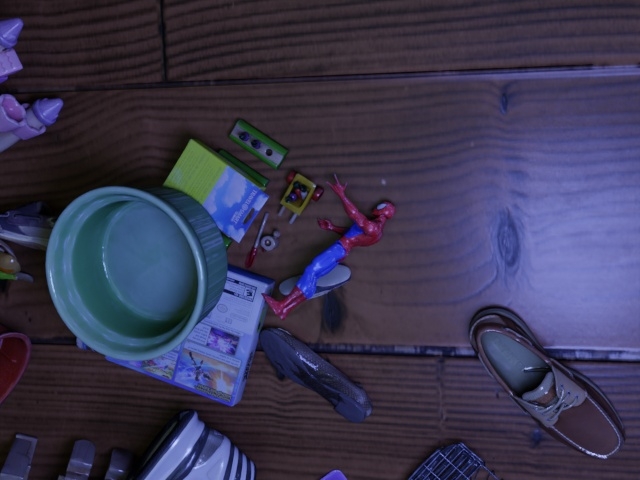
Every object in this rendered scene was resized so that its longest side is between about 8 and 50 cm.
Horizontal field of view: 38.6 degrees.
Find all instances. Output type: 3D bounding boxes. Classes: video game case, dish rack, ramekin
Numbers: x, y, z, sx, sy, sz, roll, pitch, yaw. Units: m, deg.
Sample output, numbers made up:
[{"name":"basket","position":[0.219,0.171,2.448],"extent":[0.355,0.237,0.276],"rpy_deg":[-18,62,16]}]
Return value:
[{"name":"video game case","position":[-0.246,0.150,1.717],"extent":[0.270,0.061,0.244],"rpy_deg":[19,99,11]},{"name":"dish rack","position":[0.277,0.498,1.632],"extent":[0.271,0.074,0.208],"rpy_deg":[42,103,7]},{"name":"ramekin","position":[-0.311,0.046,1.600],"extent":[0.304,0.148,0.303],"rpy_deg":[4,102,18]}]

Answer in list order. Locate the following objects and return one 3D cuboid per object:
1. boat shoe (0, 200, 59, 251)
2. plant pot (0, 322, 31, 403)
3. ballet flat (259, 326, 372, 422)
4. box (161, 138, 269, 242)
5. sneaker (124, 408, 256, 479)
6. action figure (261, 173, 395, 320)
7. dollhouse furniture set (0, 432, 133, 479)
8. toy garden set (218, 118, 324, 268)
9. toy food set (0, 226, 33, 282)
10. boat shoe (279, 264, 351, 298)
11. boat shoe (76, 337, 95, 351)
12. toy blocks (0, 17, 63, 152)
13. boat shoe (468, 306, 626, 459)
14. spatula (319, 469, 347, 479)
[{"name":"boat shoe","position":[-0.543,-0.030,1.752],"extent":[0.285,0.103,0.092],"rpy_deg":[13,86,15]},{"name":"plant pot","position":[-0.753,0.207,1.754],"extent":[0.265,0.272,0.272],"rpy_deg":[37,103,15]},{"name":"ballet flat","position":[-0.005,0.239,1.679],"extent":[0.250,0.058,0.084],"rpy_deg":[36,139,12]},{"name":"box","position":[-0.183,-0.090,1.636],"extent":[0.178,0.042,0.109],"rpy_deg":[36,105,9]},{"name":"sneaker","position":[-0.285,0.553,1.675],"extent":[0.257,0.169,0.447],"rpy_deg":[39,93,-11]},{"name":"action figure","position":[0.000,0.000,1.613],"extent":[0.280,0.091,0.139],"rpy_deg":[-37,76,-4]},{"name":"dollhouse furniture set","position":[-0.506,0.489,1.804],"extent":[0.242,0.161,0.212],"rpy_deg":[16,101,-11]},{"name":"toy garden set","position":[-0.131,-0.065,1.670],"extent":[0.204,0.049,0.244],"rpy_deg":[34,103,7]},{"name":"toy food set","position":[-0.636,0.028,1.742],"extent":[0.133,0.192,0.038],"rpy_deg":[11,56,14]},{"name":"boat shoe","position":[-0.006,0.081,1.663],"extent":[0.137,0.049,0.043],"rpy_deg":[-17,135,12]},{"name":"boat shoe","position":[-0.420,0.129,1.759],"extent":[0.066,0.066,0.183],"rpy_deg":[15,110,6]},{"name":"toy blocks","position":[-0.623,-0.310,1.623],"extent":[0.260,0.309,0.288],"rpy_deg":[-26,91,21]},{"name":"boat shoe","position":[0.375,0.253,1.552],"extent":[0.324,0.120,0.122],"rpy_deg":[42,104,6]},{"name":"spatula","position":[-0.064,0.543,1.736],"extent":[0.296,0.030,0.084],"rpy_deg":[-35,90,14]}]
